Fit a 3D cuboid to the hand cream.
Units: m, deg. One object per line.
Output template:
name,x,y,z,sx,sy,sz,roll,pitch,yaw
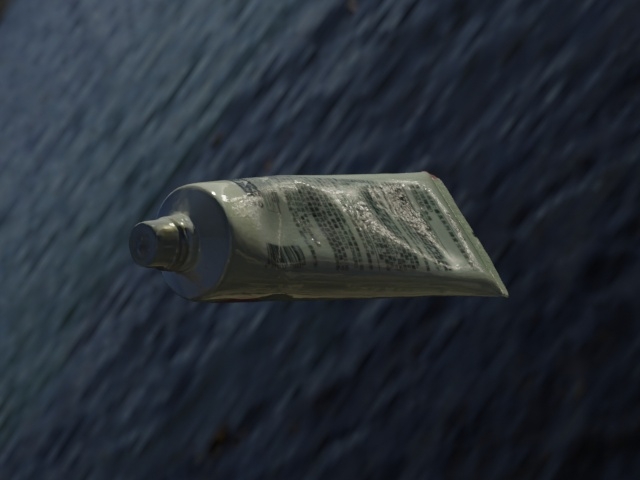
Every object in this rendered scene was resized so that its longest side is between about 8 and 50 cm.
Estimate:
hand cream,0.000,0.000,1.311,0.078,0.341,0.124,-48,59,33
